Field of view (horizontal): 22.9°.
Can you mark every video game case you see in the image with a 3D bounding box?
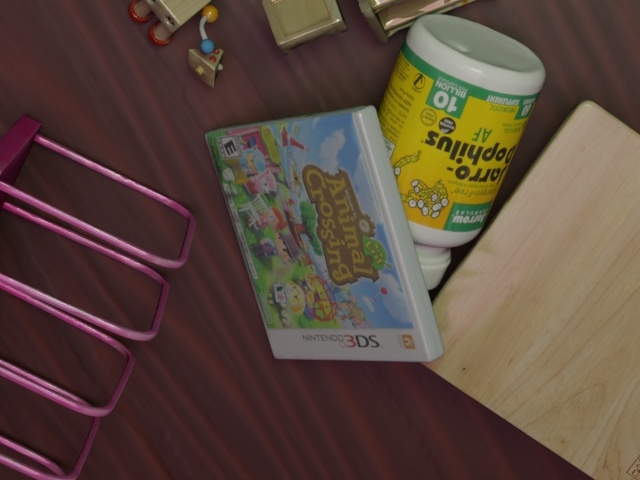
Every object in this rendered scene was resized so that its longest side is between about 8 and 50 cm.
[{"bbox_3d":[0.000,0.000,1.310,0.193,0.023,0.212,-4,108,47],"label":"video game case"}]

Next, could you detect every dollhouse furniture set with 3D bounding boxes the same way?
[{"bbox_3d":[0.035,-0.249,1.296,0.181,0.101,0.161,-21,77,7],"label":"dollhouse furniture set"}]

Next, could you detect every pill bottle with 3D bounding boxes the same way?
[{"bbox_3d":[0.094,-0.068,1.297,0.117,0.117,0.208,20,115,-2],"label":"pill bottle"}]

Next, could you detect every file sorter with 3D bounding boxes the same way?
[{"bbox_3d":[-0.242,0.080,1.313,0.182,0.202,0.291,26,103,-7],"label":"file sorter"}]

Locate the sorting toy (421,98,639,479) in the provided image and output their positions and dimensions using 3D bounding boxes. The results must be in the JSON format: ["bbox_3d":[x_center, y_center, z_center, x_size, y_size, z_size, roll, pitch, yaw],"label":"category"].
[{"bbox_3d":[0.246,0.049,1.340,0.255,0.089,0.257,34,103,-5],"label":"sorting toy"}]

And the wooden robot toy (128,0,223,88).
[{"bbox_3d":[-0.119,-0.215,1.318,0.079,0.076,0.173,-43,100,-25],"label":"wooden robot toy"}]
